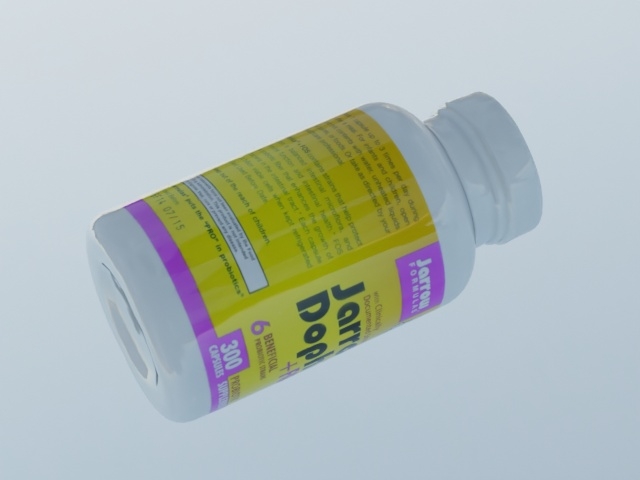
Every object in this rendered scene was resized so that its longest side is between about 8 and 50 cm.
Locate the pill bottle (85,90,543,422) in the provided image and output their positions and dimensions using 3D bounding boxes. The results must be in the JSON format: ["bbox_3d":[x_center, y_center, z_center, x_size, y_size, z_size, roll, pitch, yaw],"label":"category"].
[{"bbox_3d":[0.000,0.000,0.342,0.083,0.043,0.043,-24,-143,-16],"label":"pill bottle"}]
